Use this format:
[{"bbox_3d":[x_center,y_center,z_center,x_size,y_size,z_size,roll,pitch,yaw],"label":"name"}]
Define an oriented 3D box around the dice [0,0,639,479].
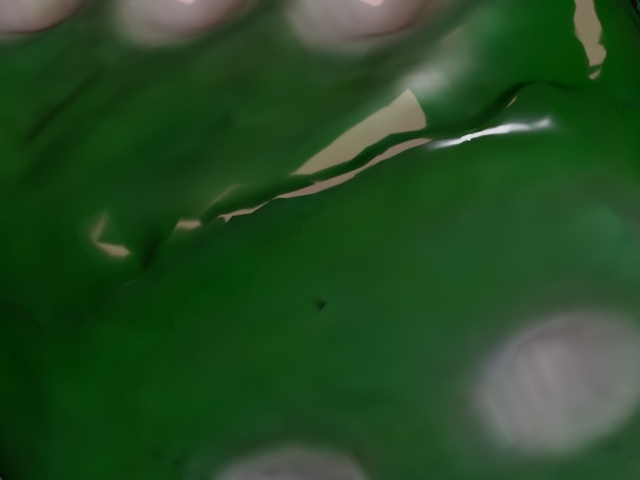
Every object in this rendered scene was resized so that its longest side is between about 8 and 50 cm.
[{"bbox_3d":[0.000,0.000,0.865,0.300,0.287,0.297,-25,36,0],"label":"dice"}]
